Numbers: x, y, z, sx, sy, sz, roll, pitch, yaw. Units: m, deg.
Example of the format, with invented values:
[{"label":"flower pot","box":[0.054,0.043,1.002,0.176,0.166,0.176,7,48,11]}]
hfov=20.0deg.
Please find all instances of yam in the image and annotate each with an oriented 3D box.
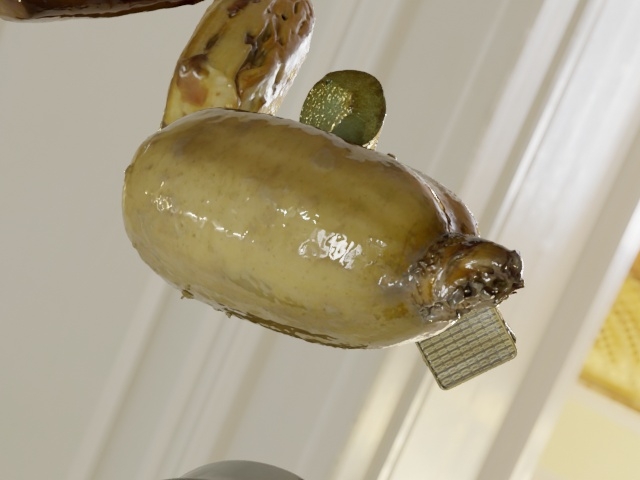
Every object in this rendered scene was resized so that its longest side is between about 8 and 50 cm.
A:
[{"label":"yam","box":[0.013,-0.087,1.441,0.070,0.070,0.146,24,163,5]}]

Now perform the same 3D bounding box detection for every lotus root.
[{"label":"lotus root","box":[0.000,0.000,1.284,0.343,0.151,0.169,20,-179,38]}]

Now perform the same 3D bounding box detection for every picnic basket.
[{"label":"picnic basket","box":[0.162,0.091,2.236,0.164,0.115,0.079,61,-174,-18]}]

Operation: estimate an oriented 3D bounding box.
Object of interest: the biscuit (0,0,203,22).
[{"label":"biscuit","box":[-0.154,-0.292,1.025,0.359,0.359,0.046,14,165,-39]}]

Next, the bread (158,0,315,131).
[{"label":"bread","box":[-0.084,-0.136,1.685,0.099,0.210,0.235,25,-138,-1]}]

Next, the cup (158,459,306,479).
[{"label":"cup","box":[-0.084,0.381,2.012,0.347,0.347,0.163,25,-152,9]}]
